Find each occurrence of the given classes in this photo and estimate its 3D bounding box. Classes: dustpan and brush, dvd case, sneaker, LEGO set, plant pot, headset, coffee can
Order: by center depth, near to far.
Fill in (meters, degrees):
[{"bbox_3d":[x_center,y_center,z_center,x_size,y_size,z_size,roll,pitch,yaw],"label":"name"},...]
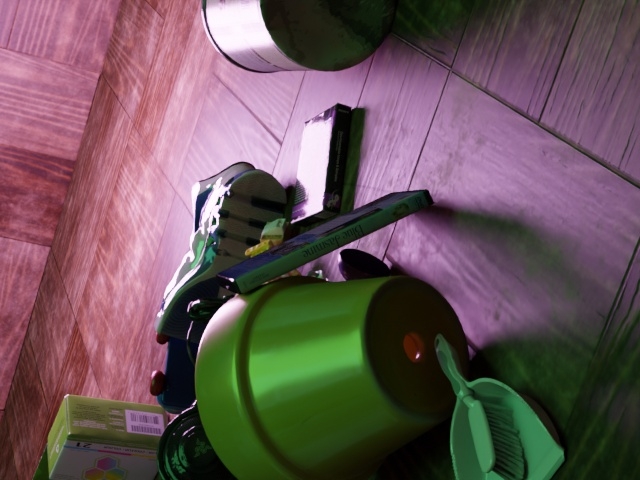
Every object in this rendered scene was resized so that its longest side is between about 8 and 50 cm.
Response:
[{"bbox_3d":[0.163,0.177,1.397,0.211,0.060,0.147,-103,33,-47],"label":"dustpan and brush"},{"bbox_3d":[0.028,0.147,1.533,0.239,0.254,0.254,-24,55,44],"label":"plant pot"},{"bbox_3d":[0.000,0.000,1.652,0.022,0.253,0.180,65,170,-5],"label":"dvd case"},{"bbox_3d":[-0.108,0.268,1.833,0.243,0.185,0.394,-29,-70,-82],"label":"headset"},{"bbox_3d":[-0.050,0.075,1.969,0.132,0.107,0.287,-39,22,0],"label":"LEGO set"},{"bbox_3d":[-0.038,-0.342,1.981,0.275,0.201,0.201,-163,86,-67],"label":"coffee can"},{"bbox_3d":[-0.160,0.004,2.217,0.315,0.127,0.182,-63,21,15],"label":"sneaker"}]

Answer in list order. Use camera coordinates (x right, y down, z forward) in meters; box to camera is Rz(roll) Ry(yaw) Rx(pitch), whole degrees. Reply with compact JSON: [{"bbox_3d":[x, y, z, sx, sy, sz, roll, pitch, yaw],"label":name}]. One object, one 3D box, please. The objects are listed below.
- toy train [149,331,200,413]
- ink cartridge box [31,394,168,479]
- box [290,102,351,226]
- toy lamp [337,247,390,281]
[{"bbox_3d":[-0.228,0.168,2.318,0.143,0.105,0.248,124,153,-69],"label":"toy train"},{"bbox_3d":[-0.398,0.403,2.466,0.097,0.188,0.255,-105,33,-46],"label":"ink cartridge box"},{"bbox_3d":[0.001,-0.108,1.989,0.116,0.029,0.162,160,119,-64],"label":"box"},{"bbox_3d":[0.008,0.147,1.769,0.080,0.080,0.275,-118,45,-58],"label":"toy lamp"}]
